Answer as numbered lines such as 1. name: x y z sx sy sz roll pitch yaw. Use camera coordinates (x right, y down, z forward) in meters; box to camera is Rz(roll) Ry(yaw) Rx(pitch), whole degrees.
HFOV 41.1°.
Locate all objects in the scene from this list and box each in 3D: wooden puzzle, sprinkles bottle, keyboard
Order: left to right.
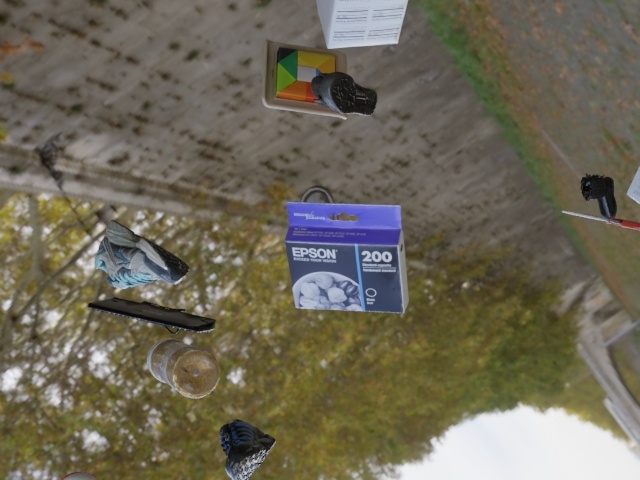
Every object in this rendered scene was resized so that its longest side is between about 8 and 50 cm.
1. keyboard: -0.243 0.120 1.262 0.192 0.038 0.100 11 -173 23
2. sprinkles bottle: -0.358 0.322 2.197 0.121 0.121 0.355 49 163 -13
3. wooden puzzle: -0.037 -0.435 2.274 0.238 0.044 0.221 9 -120 -14

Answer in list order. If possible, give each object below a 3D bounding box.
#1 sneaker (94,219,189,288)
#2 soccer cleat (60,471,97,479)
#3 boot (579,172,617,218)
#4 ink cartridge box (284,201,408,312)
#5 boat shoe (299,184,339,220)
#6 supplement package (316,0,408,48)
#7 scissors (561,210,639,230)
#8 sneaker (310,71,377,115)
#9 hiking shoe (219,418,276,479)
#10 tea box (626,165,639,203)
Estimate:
1. sneaker: -0.380 0.057 1.793 0.283 0.122 0.110 22 170 48
2. soccer cleat: -0.472 0.610 1.661 0.116 0.331 0.143 0 -155 -30
3. boot: 0.709 -0.112 2.180 0.099 0.045 0.121 -2 -91 -37
4. ink cartridge box: 0.045 0.032 1.495 0.045 0.206 0.208 -66 -27 -54
5. boat shoe: 0.000 0.000 2.141 0.104 0.110 0.307 -66 -25 -67
6. supplement package: 0.078 -0.513 1.643 0.203 0.149 0.194 101 161 -60
7. scissors: 0.690 -0.044 1.971 0.297 0.021 0.109 9 -171 -35
8. sneaker: 0.018 -0.202 1.172 0.089 0.051 0.170 20 -172 27
9. hiking shoe: -0.209 0.523 2.140 0.132 0.113 0.304 33 177 8
10. tea box: 0.783 -0.189 1.526 0.329 0.324 0.220 -14 -139 -36
